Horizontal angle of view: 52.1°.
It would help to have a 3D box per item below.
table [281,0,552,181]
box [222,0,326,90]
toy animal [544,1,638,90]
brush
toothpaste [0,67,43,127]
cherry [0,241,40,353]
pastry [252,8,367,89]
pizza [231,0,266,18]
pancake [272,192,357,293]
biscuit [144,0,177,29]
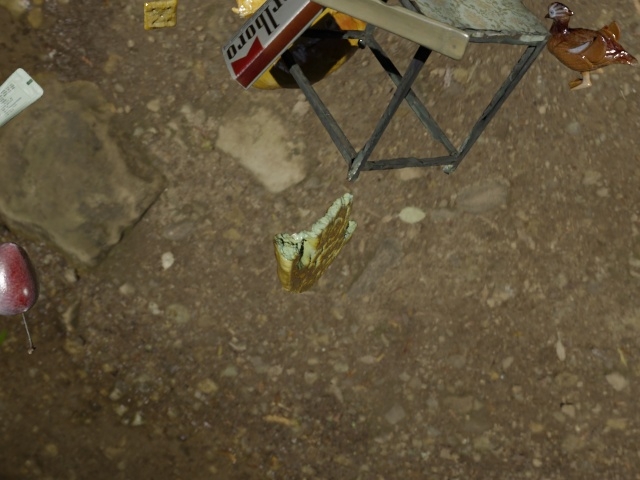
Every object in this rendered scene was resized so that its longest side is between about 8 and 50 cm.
[{"bbox_3d":[0.105,-0.307,0.992,0.335,0.222,0.272,62,142,28],"label":"table"},{"bbox_3d":[-0.064,-0.308,0.939,0.177,0.115,0.036,-41,130,17],"label":"box"},{"bbox_3d":[0.521,-0.385,1.272,0.188,0.089,0.179,23,154,47],"label":"toy animal"},{"bbox_3d":[0.068,-0.238,0.683,0.190,0.027,0.034,27,141,15],"label":"brush"},{"bbox_3d":[-0.478,-0.162,0.924,0.048,0.197,0.029,47,163,-21],"label":"toothpaste"},{"bbox_3d":[-0.566,0.087,1.204,0.115,0.188,0.148,20,110,-42],"label":"cherry"},{"bbox_3d":[-0.039,-0.470,1.486,0.356,0.356,0.164,-22,131,24],"label":"pastry"},{"bbox_3d":[-0.186,-0.686,1.683,0.188,0.062,0.199,-40,96,-6],"label":"pizza"},{"bbox_3d":[-0.005,-0.002,1.145,0.054,0.376,0.197,33,98,11],"label":"pancake"},{"bbox_3d":[-0.390,-0.552,1.600,0.018,0.083,0.081,62,153,24],"label":"biscuit"}]
